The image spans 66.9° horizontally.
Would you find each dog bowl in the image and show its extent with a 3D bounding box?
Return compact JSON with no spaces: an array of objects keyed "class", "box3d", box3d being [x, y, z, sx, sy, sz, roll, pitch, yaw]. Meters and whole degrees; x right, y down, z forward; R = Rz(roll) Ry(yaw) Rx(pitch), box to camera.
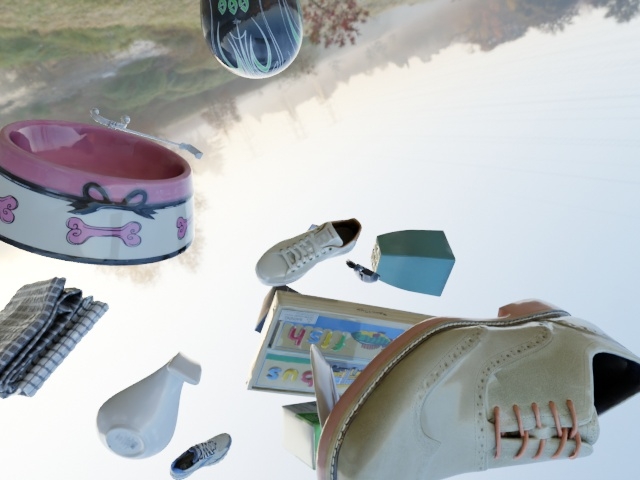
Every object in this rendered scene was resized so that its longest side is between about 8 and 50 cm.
[{"class":"dog bowl","box3d":[-0.436,-0.112,0.947,0.407,0.151,0.408,17,-160,-6]}]

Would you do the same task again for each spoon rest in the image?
[{"class":"spoon rest","box3d":[-0.284,0.280,0.823,0.276,0.137,0.084,-47,-166,25]}]

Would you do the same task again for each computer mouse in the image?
[{"class":"computer mouse","box3d":[0.110,0.089,1.321,0.041,0.071,0.242,-60,158,1]}]

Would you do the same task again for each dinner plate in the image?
[{"class":"dinner plate","box3d":[0.012,0.173,0.487,0.017,0.141,0.141,-12,-162,0]}]

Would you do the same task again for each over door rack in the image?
[{"class":"over door rack","box3d":[-0.511,-0.195,1.289,0.240,0.108,0.324,-56,149,14]}]

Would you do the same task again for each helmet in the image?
[{"class":"helmet","box3d":[-0.102,-0.330,0.737,0.169,0.162,0.169,-5,-150,3]}]

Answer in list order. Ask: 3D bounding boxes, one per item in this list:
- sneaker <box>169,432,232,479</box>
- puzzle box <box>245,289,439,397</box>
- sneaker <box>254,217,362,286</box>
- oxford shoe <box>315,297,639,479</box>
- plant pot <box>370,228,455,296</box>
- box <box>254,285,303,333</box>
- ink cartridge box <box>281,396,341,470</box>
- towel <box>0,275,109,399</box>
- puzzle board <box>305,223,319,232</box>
[{"class":"sneaker","box3d":[-0.239,0.431,0.973,0.135,0.058,0.052,-28,-120,-23]},{"class":"puzzle box","box3d":[0.055,0.263,1.124,0.408,0.272,0.052,11,-149,-17]},{"class":"sneaker","box3d":[-0.026,0.011,1.166,0.290,0.106,0.123,-26,164,-26]},{"class":"oxford shoe","box3d":[0.179,0.152,0.471,0.396,0.141,0.146,-15,-159,-33]},{"class":"plant pot","box3d":[0.293,0.066,1.611,0.234,0.166,0.166,5,-143,-8]},{"class":"box","box3d":[-0.095,0.224,1.430,0.093,0.158,0.156,-54,-167,26]},{"class":"ink cartridge box","box3d":[0.044,0.375,0.971,0.208,0.087,0.153,1,175,-28]},{"class":"towel","box3d":[-0.599,0.192,0.973,0.283,0.121,0.235,-11,-143,40]},{"class":"puzzle board","box3d":[0.000,0.000,1.398,0.096,0.128,0.011,-52,-133,28]}]
